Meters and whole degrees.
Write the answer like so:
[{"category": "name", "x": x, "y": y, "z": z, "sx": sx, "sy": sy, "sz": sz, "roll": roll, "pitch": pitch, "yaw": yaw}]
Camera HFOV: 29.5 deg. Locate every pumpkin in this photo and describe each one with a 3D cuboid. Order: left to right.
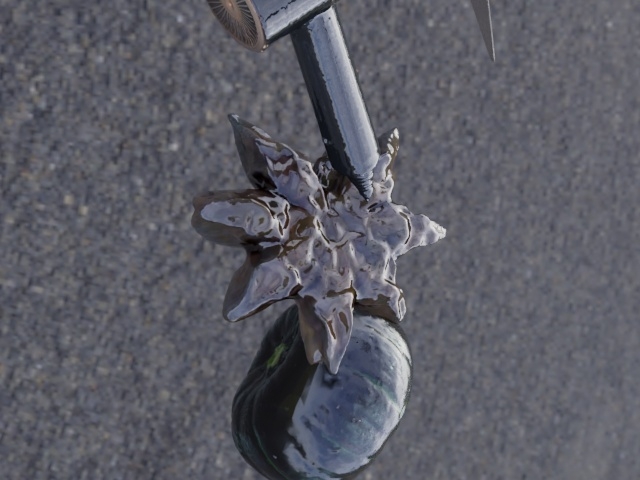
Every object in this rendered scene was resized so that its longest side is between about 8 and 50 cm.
[{"category": "pumpkin", "x": 0.011, "y": 0.241, "z": 1.864, "sx": 0.238, "sy": 0.315, "sz": 0.315, "roll": 37, "pitch": 64, "yaw": -22}]

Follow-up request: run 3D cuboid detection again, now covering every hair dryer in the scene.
[{"category": "hair dryer", "x": 0.020, "y": -0.181, "z": 1.207, "sx": 0.189, "sy": 0.107, "sz": 0.352, "roll": -37, "pitch": 136, "yaw": -16}]

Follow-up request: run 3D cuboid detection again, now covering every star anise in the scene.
[{"category": "star anise", "x": 0.000, "y": -0.019, "z": 1.363, "sx": 0.315, "sy": 0.108, "sz": 0.315, "roll": 2, "pitch": 84, "yaw": -21}]

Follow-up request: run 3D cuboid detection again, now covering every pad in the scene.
[{"category": "pad", "x": 0.123, "y": -0.280, "z": 1.068, "sx": 0.266, "sy": 0.002, "sz": 0.176, "roll": 60, "pitch": 15, "yaw": -69}]
